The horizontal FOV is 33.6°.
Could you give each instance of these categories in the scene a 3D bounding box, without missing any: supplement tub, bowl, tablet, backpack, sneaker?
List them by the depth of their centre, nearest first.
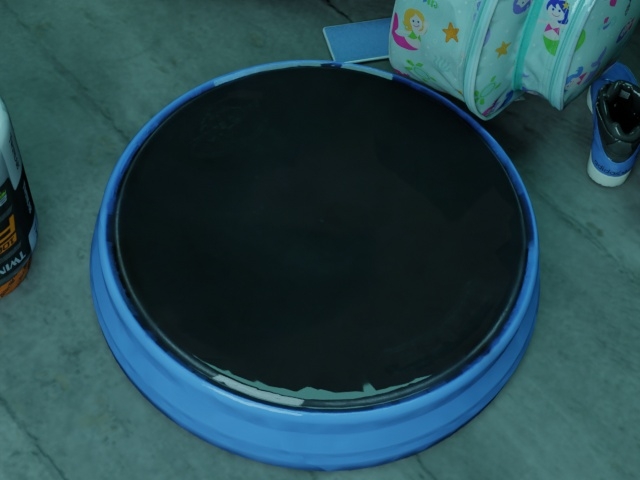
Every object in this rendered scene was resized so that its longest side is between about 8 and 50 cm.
[{"bbox_3d":[-0.289,-0.034,0.838,0.117,0.190,0.117,2,56,-2],"label":"supplement tub"},{"bbox_3d":[0.000,0.000,0.909,0.391,0.077,0.391,2,56,-4],"label":"bowl"},{"bbox_3d":[0.181,-0.227,0.938,0.191,0.225,0.253,38,48,25],"label":"backpack"},{"bbox_3d":[0.289,-0.134,1.017,0.058,0.084,0.152,14,56,5],"label":"sneaker"},{"bbox_3d":[0.048,-0.205,1.093,0.083,0.006,0.054,-11,58,-11],"label":"tablet"}]
